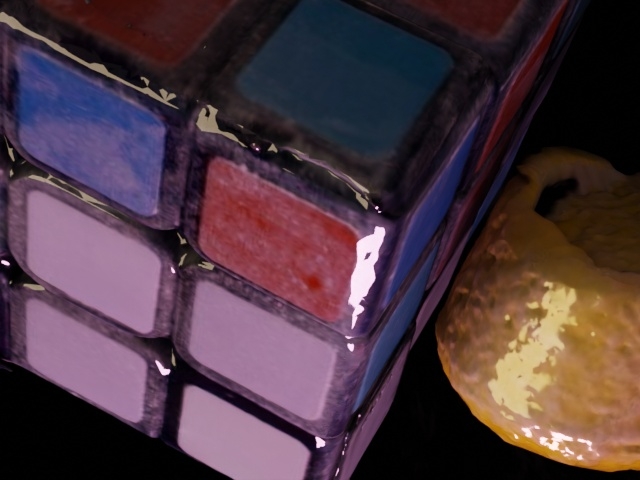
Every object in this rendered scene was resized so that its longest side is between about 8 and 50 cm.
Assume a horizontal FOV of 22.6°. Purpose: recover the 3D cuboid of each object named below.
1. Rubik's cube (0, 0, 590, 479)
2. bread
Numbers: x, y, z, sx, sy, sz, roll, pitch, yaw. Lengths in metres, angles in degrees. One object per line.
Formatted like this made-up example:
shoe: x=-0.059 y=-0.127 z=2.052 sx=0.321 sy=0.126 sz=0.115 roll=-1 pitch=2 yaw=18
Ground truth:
Rubik's cube: x=-0.055 y=-0.106 z=0.995 sx=0.362 sy=0.359 sz=0.363 roll=29 pitch=143 yaw=12
bread: x=0.171 y=0.050 z=0.980 sx=0.197 sy=0.197 sz=0.170 roll=48 pitch=130 yaw=45
